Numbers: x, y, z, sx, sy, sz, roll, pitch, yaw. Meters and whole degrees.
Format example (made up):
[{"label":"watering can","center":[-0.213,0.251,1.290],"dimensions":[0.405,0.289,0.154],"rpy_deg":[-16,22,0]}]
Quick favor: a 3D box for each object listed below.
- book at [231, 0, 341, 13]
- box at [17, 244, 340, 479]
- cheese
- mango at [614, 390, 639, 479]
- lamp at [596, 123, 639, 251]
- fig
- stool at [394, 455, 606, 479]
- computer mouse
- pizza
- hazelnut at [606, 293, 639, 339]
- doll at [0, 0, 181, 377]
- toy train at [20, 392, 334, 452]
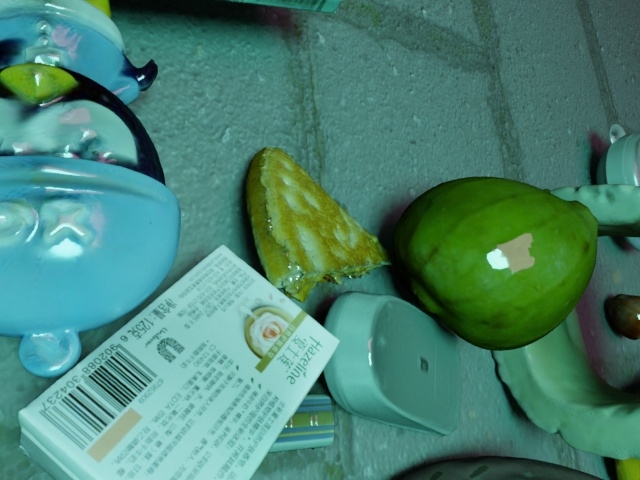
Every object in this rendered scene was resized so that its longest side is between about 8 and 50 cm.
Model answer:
[{"label":"book","center":[-0.172,-0.334,0.431],"dimensions":[0.380,0.031,0.264],"rpy_deg":[-10,76,-34]},{"label":"box","center":[-0.092,0.112,0.366],"dimensions":[0.135,0.081,0.199],"rpy_deg":[39,45,5]},{"label":"cheese","center":[0.370,0.082,0.600],"dimensions":[0.153,0.292,0.331],"rpy_deg":[5,65,-33]},{"label":"mango","center":[0.555,0.313,0.750],"dimensions":[0.257,0.138,0.187],"rpy_deg":[-20,68,-40]},{"label":"lamp","center":[0.601,-0.093,0.924],"dimensions":[0.180,0.108,0.245],"rpy_deg":[14,69,-25]},{"label":"fig","center":[0.200,0.008,0.546],"dimensions":[0.225,0.203,0.202],"rpy_deg":[-30,93,-5]},{"label":"stool","center":[0.174,0.329,0.421],"dimensions":[0.272,0.272,0.178],"rpy_deg":[-5,93,-35]},{"label":"computer mouse","center":[0.079,0.133,0.526],"dimensions":[0.231,0.079,0.127],"rpy_deg":[36,55,-37]},{"label":"pizza","center":[0.000,0.000,0.518],"dimensions":[0.199,0.062,0.188],"rpy_deg":[27,39,-34]},{"label":"hazelnut","center":[0.538,0.129,0.835],"dimensions":[0.086,0.086,0.086],"rpy_deg":[11,69,-31]},{"label":"doll","center":[-0.199,-0.059,0.357],"dimensions":[0.177,0.141,0.313],"rpy_deg":[-4,72,-22]},{"label":"toy train","center":[-0.104,0.161,0.407],"dimensions":[0.252,0.048,0.055],"rpy_deg":[8,69,-32]}]
